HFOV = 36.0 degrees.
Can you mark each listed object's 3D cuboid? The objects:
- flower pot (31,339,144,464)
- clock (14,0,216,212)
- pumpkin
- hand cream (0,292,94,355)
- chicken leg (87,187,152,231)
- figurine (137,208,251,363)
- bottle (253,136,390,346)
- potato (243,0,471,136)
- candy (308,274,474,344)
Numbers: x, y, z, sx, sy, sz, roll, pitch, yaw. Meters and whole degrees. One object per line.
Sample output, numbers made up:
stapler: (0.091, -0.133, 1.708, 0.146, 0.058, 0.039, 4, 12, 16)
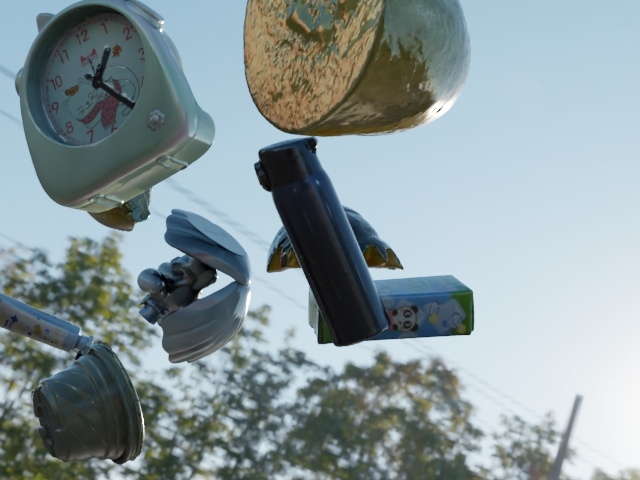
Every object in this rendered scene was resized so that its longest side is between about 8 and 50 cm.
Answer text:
flower pot: (-0.427, 0.307, 1.763, 0.140, 0.235, 0.235, -13, -2, -34)
clock: (-0.314, -0.226, 1.447, 0.265, 0.324, 0.108, -26, -17, 20)
pumpkin: (0.021, -0.016, 1.771, 0.254, 0.149, 0.130, -1, -14, 6)
hand cream: (-0.429, 0.130, 1.495, 0.170, 0.043, 0.065, 24, -65, -14)
chicken leg: (-0.469, -0.220, 2.030, 0.152, 0.429, 0.201, -19, 5, 10)
figurine: (-0.089, 0.034, 0.658, 0.082, 0.086, 0.094, 40, 12, 24)
bottle: (0.000, 0.000, 1.123, 0.082, 0.244, 0.072, -20, 8, 9)
potato: (0.044, -0.160, 0.794, 0.158, 0.178, 0.203, 10, 2, -37)
candy: (0.086, 0.086, 1.231, 0.194, 0.062, 0.097, -3, 9, -7)
